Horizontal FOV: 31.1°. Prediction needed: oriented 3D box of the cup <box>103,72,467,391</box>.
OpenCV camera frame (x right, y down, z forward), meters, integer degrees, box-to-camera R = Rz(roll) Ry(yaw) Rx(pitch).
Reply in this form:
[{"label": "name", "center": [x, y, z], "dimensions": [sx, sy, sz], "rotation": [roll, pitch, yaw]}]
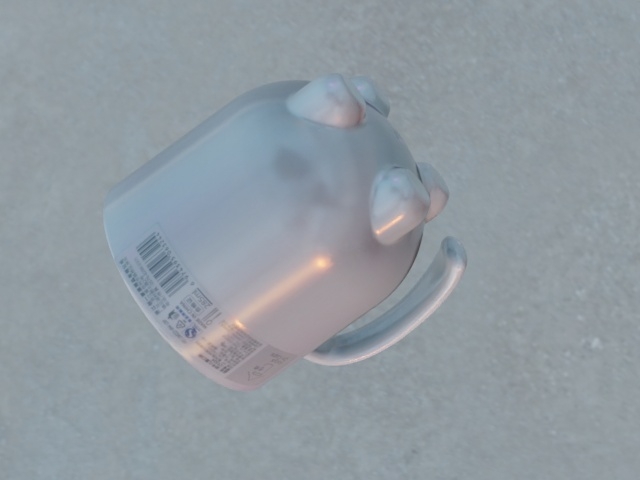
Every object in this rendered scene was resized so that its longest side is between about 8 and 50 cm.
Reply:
[{"label": "cup", "center": [-0.003, 0.001, 0.607], "dimensions": [0.142, 0.134, 0.173], "rotation": [-35, 102, 16]}]
